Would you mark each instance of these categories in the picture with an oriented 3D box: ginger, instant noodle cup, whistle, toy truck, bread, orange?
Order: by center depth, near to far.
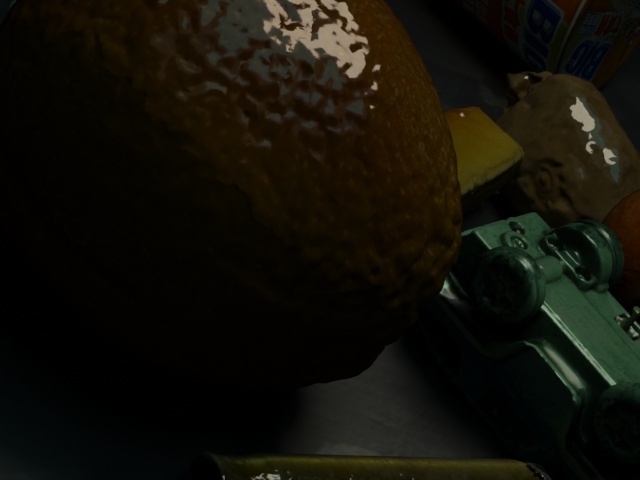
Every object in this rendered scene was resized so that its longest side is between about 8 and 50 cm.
[{"bbox_3d":[-0.067,-0.060,0.967,0.357,0.322,0.322,43,37,3],"label":"orange"},{"bbox_3d":[0.054,0.188,0.997,0.326,0.057,0.068,7,44,-31],"label":"whistle"},{"bbox_3d":[0.215,0.101,1.133,0.155,0.156,0.279,-16,59,-46],"label":"toy truck"},{"bbox_3d":[0.102,-0.056,1.272,0.094,0.102,0.245,41,39,15],"label":"bread"},{"bbox_3d":[0.267,-0.065,1.383,0.267,0.138,0.152,52,24,3],"label":"ginger"},{"bbox_3d":[0.285,-0.337,1.601,0.214,0.296,0.296,36,35,20],"label":"instant noodle cup"}]

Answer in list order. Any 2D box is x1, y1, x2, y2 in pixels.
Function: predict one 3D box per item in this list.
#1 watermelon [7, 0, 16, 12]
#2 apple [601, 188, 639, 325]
[{"bbox_3d":[-0.118,-0.230,1.208,0.232,0.193,0.310,44,45,9],"label":"watermelon"},{"bbox_3d":[0.341,0.064,1.226,0.235,0.210,0.173,45,46,13],"label":"apple"}]
